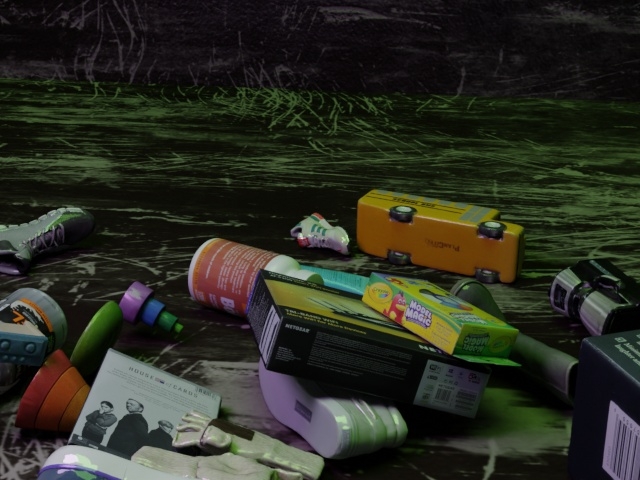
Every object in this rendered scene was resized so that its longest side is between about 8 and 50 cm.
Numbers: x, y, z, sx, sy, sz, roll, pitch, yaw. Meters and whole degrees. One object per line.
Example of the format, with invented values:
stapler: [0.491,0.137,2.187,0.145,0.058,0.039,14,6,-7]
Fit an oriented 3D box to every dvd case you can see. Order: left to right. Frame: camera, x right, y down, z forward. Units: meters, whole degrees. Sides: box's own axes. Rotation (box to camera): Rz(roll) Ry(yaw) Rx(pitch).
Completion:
dvd case: [-0.227,0.242,1.371,0.179,0.030,0.239,25,20,-9]

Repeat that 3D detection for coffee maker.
coffee maker: [0.492,0.115,1.715,0.171,0.120,0.178,17,16,-24]

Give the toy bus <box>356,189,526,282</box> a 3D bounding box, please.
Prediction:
toy bus: [0.232,-0.012,1.992,0.332,0.108,0.130,11,23,24]

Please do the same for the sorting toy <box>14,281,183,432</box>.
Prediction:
sorting toy: [-0.304,0.184,1.540,0.126,0.127,0.365,29,29,5]

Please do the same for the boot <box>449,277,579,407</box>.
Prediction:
boot: [0.297,0.154,1.535,0.076,0.190,0.208,-45,34,-4]

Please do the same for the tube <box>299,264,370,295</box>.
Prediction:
tube: [-0.011,0.070,1.869,0.207,0.052,0.080,7,28,2]

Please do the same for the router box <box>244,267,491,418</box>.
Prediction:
router box: [0.059,0.143,1.486,0.308,0.081,0.243,15,10,-15]

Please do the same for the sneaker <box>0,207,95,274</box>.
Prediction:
sneaker: [-0.532,0.014,1.955,0.228,0.086,0.132,-15,30,-11]

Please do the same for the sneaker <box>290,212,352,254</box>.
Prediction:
sneaker: [0.000,0.000,2.042,0.075,0.057,0.161,-27,33,-19]

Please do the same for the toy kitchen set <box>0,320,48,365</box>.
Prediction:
toy kitchen set: [-0.462,0.212,1.356,0.166,0.207,0.122,12,13,-36]

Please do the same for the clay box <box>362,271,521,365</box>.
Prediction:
clay box: [0.179,0.112,1.472,0.127,0.053,0.222,10,13,-43]

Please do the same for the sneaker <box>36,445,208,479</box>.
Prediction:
sneaker: [-0.185,0.368,1.086,0.322,0.130,0.236,19,46,-2]

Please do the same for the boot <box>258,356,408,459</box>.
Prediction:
boot: [0.015,0.226,1.459,0.123,0.095,0.258,3,21,-31]

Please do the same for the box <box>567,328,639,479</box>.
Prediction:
box: [0.549,0.243,1.248,0.395,0.212,0.293,-7,23,-15]

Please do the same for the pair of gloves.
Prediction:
pair of gloves: [-0.105,0.265,1.268,0.204,0.042,0.240,14,5,11]

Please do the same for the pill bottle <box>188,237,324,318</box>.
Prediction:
pill bottle: [-0.107,0.075,1.752,0.216,0.121,0.121,14,26,29]

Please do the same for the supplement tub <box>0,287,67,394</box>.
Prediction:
supplement tub: [-0.475,0.157,1.547,0.116,0.117,0.190,8,24,18]
